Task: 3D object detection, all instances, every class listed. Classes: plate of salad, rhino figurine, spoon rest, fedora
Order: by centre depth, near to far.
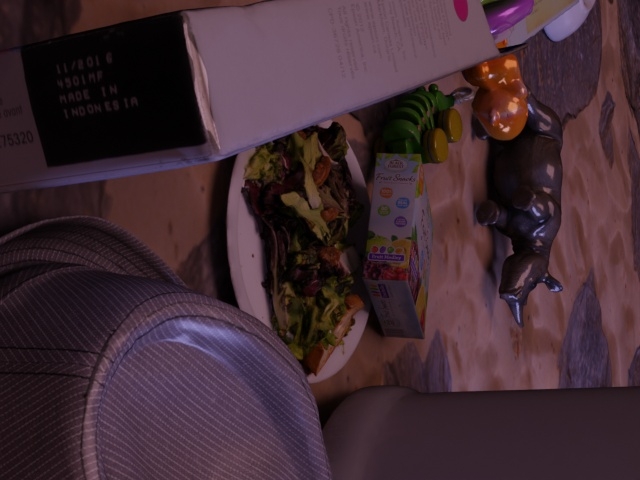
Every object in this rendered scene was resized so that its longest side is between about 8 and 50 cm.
[{"bbox_3d":[-0.077,0.112,0.507,0.275,0.124,0.243,57,41,-38],"label":"fedora"},{"bbox_3d":[0.000,0.000,0.726,0.200,0.048,0.199,11,77,-58],"label":"plate of salad"},{"bbox_3d":[0.209,-0.033,1.058,0.106,0.073,0.243,8,81,-56],"label":"rhino figurine"},{"bbox_3d":[0.299,-0.384,1.266,0.137,0.084,0.276,-15,112,-58],"label":"spoon rest"}]

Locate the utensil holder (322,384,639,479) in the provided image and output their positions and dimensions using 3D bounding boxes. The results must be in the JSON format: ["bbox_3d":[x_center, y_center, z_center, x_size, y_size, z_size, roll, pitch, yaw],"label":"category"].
[{"bbox_3d":[0.215,0.252,0.686,0.328,0.386,0.327,-6,90,-67],"label":"utensil holder"}]

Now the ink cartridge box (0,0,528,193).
[{"bbox_3d":[-0.029,-0.096,0.564,0.371,0.176,0.069,-26,107,-58],"label":"ink cartridge box"}]

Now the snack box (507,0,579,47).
[{"bbox_3d":[0.186,-0.303,1.063,0.322,0.060,0.187,-39,119,-54],"label":"snack box"}]

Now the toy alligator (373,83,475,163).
[{"bbox_3d":[0.089,-0.108,0.879,0.189,0.056,0.051,-53,130,-49],"label":"toy alligator"}]

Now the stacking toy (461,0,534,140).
[{"bbox_3d":[0.119,-0.219,0.845,0.175,0.166,0.301,-61,138,-55],"label":"stacking toy"}]

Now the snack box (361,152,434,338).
[{"bbox_3d":[0.062,0.008,0.797,0.141,0.037,0.100,66,28,-66],"label":"snack box"}]
